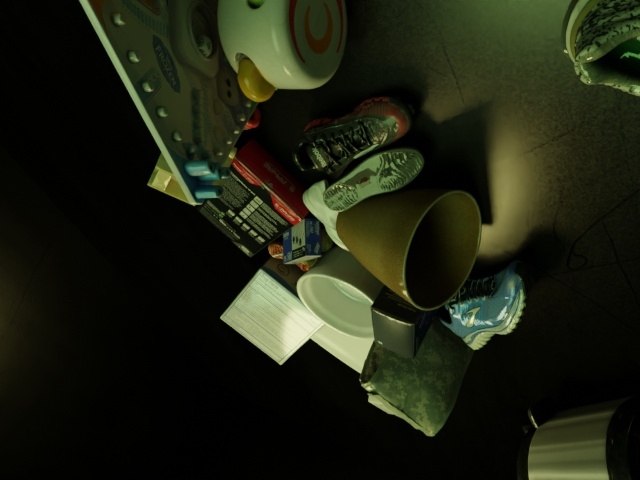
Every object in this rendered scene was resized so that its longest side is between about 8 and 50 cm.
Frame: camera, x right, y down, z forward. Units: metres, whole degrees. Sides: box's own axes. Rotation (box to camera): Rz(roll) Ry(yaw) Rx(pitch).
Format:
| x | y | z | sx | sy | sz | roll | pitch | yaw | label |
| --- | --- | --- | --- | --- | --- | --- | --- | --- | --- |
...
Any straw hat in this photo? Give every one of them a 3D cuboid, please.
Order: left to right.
| x | y | z | sx | sy | sz | roll | pitch | yaw | label |
| --- | --- | --- | --- | --- | --- | --- | --- | --- | --- |
| 0.000 | 0.000 | 1.197 | 0.061 | 0.144 | 0.144 | 0 | 154 | -20 | straw hat |

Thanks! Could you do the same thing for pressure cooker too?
| x | y | z | sx | sy | sz | roll | pitch | yaw | label |
| --- | --- | --- | --- | --- | --- | --- | --- | --- | --- |
| 0.682 | 0.569 | 0.998 | 0.376 | 0.369 | 0.420 | 20 | 149 | -5 | pressure cooker |

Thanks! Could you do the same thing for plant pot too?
| x | y | z | sx | sy | sz | roll | pitch | yaw | label |
| --- | --- | --- | --- | --- | --- | --- | --- | --- | --- |
| 0.159 | -0.015 | 0.912 | 0.254 | 0.237 | 0.237 | 25 | 150 | 47 | plant pot |

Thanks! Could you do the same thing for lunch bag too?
| x | y | z | sx | sy | sz | roll | pitch | yaw | label |
| --- | --- | --- | --- | --- | --- | --- | --- | --- | --- |
| 0.254 | 0.349 | 1.196 | 0.235 | 0.287 | 0.169 | 39 | 148 | -5 | lunch bag |

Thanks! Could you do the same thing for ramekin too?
| x | y | z | sx | sy | sz | roll | pitch | yaw | label |
| --- | --- | --- | --- | --- | --- | --- | --- | --- | --- |
| 0.085 | 0.143 | 1.229 | 0.277 | 0.135 | 0.277 | 24 | 145 | 18 | ramekin |

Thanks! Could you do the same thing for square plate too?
| x | y | z | sx | sy | sz | roll | pitch | yaw | label |
| --- | --- | --- | --- | --- | --- | --- | --- | --- | --- |
| 0.137 | 0.372 | 1.553 | 0.344 | 0.049 | 0.347 | 35 | 148 | -1 | square plate |

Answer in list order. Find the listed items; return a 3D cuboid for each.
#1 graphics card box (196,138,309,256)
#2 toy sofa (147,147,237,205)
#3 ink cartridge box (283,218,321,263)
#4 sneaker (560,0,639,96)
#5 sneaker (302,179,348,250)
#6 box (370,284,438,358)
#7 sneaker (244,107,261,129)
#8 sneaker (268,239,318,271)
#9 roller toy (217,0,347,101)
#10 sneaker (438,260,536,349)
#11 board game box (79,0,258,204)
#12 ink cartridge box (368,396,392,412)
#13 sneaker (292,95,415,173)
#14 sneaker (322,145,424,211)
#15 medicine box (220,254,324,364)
| x | y | z | sx | sy | sz | roll | pitch | yaw | label |
| --- | --- | --- | --- | --- | --- | --- | --- | --- | --- |
| -0.193 | -0.100 | 1.228 | 0.233 | 0.094 | 0.371 | 43 | 146 | -10 | graphics card box |
| -0.332 | -0.208 | 1.124 | 0.150 | 0.177 | 0.363 | 24 | 169 | -22 | toy sofa |
| -0.054 | 0.007 | 1.186 | 0.046 | 0.097 | 0.207 | 1 | 172 | -20 | ink cartridge box |
| 0.451 | -0.174 | 0.433 | 0.411 | 0.182 | 0.158 | 16 | 142 | 29 | sneaker |
| 0.054 | -0.059 | 1.070 | 0.212 | 0.080 | 0.094 | 45 | 135 | -10 | sneaker |
| 0.215 | 0.149 | 1.049 | 0.108 | 0.207 | 0.153 | 19 | 144 | 27 | box |
| -0.197 | -0.354 | 0.921 | 0.119 | 0.107 | 0.279 | 8 | 147 | 21 | sneaker |
| -0.075 | 0.040 | 1.330 | 0.175 | 0.067 | 0.064 | 27 | 109 | -13 | sneaker |
| -0.061 | -0.341 | 0.697 | 0.146 | 0.191 | 0.209 | 14 | 124 | 32 | roller toy |
| 0.355 | 0.139 | 0.980 | 0.147 | 0.129 | 0.330 | 28 | 147 | 8 | sneaker |
| -0.181 | -0.322 | 0.675 | 0.050 | 0.389 | 0.389 | -1 | 136 | 16 | board game box |
| 0.303 | 0.583 | 1.594 | 0.208 | 0.086 | 0.153 | -11 | 139 | 44 | ink cartridge box |
| 0.049 | -0.192 | 0.840 | 0.276 | 0.135 | 0.097 | -5 | 128 | 45 | sneaker |
| 0.109 | -0.146 | 0.889 | 0.222 | 0.118 | 0.083 | -22 | 114 | 31 | sneaker |
| -0.136 | 0.220 | 1.440 | 0.263 | 0.149 | 0.289 | 39 | 123 | -4 | medicine box |
